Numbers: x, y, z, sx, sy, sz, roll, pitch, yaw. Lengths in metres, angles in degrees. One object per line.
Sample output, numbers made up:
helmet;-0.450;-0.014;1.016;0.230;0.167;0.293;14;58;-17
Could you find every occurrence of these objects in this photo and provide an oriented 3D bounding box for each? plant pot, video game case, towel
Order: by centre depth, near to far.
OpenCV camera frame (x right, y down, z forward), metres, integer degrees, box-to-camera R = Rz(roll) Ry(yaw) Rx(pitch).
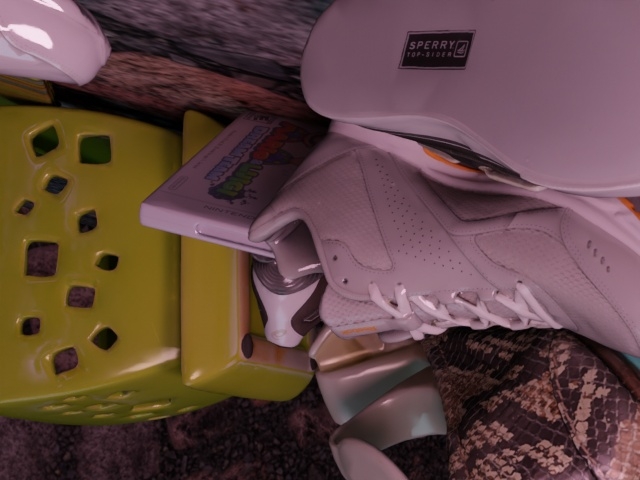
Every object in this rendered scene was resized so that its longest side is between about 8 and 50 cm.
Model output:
video game case;-0.012;-0.033;0.905;0.143;0.019;0.157;13;-150;17
towel;-0.239;-0.121;1.062;0.102;0.021;0.237;18;175;-6
plant pot;-0.124;0.021;1.114;0.207;0.227;0.228;-4;169;20

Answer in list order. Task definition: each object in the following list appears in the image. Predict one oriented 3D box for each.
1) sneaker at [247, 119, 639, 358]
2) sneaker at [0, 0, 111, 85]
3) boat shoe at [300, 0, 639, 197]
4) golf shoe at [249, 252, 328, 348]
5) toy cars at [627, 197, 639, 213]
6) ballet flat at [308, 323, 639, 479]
sneaker;0.068;0.018;0.741;0.262;0.121;0.099;28;159;47
sneaker;-0.218;-0.096;0.702;0.232;0.115;0.090;14;175;-2
boat shoe;0.082;-0.058;0.552;0.070;0.077;0.219;19;-179;-37
golf shoe;0.000;0.000;0.977;0.077;0.093;0.198;14;-153;19
toy cars;0.201;0.003;0.783;0.177;0.087;0.394;15;175;-8
ballet flat;0.081;0.084;0.951;0.164;0.182;0.483;55;-178;-15
